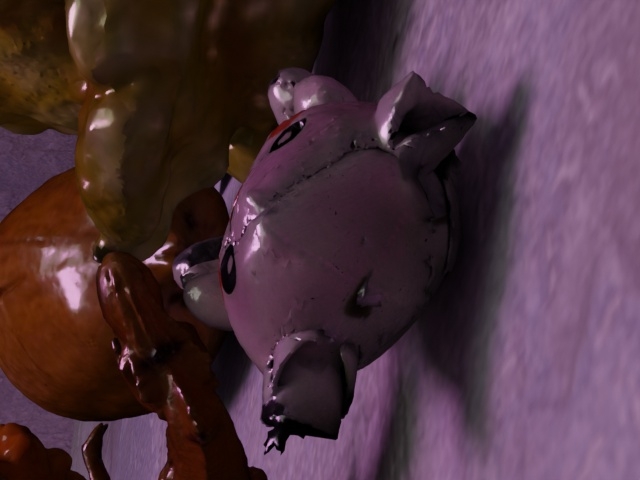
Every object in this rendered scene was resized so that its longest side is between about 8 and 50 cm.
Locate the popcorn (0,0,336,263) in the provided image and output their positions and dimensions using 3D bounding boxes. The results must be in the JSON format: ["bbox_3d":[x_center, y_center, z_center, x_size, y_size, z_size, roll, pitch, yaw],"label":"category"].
[{"bbox_3d":[-0.112,-0.183,0.798,0.274,0.279,0.335,11,-71,-62],"label":"popcorn"}]

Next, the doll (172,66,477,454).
[{"bbox_3d":[0.000,0.000,0.576,0.149,0.095,0.192,-60,13,2],"label":"doll"}]

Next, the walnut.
[{"bbox_3d":[-0.154,0.034,1.057,0.336,0.209,0.209,156,123,-64],"label":"walnut"}]

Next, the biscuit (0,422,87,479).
[{"bbox_3d":[-0.236,0.331,1.136,0.318,0.110,0.312,50,-147,-48],"label":"biscuit"}]

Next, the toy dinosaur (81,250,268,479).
[{"bbox_3d":[-0.053,0.212,0.667,0.208,0.097,0.432,-163,62,-80],"label":"toy dinosaur"}]
